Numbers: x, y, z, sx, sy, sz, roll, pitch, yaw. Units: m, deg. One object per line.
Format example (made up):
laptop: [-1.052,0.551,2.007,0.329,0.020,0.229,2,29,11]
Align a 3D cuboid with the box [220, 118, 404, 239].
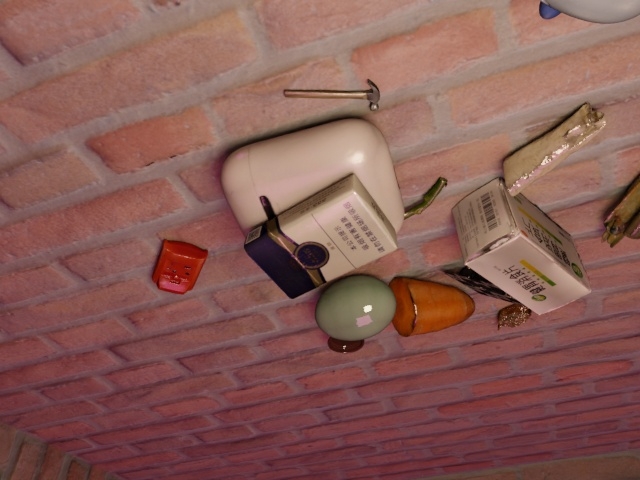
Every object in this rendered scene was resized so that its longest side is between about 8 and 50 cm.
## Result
box: [-0.013,-0.090,1.133,0.348,0.141,0.289,-12,127,13]

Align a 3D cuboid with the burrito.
burrito: [0.465,-0.185,1.105,0.060,0.087,0.226,23,131,-38]

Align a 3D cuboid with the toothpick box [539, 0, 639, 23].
toothpick box: [0.393,-0.445,0.694,0.262,0.263,0.355,11,139,-14]

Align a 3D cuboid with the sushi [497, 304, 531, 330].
sushi: [0.565,0.224,1.605,0.120,0.055,0.052,-25,140,28]

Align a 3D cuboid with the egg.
egg: [0.090,0.180,1.452,0.230,0.168,0.168,-20,137,27]

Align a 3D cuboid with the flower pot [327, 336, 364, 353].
flower pot: [0.073,0.265,1.611,0.111,0.089,0.111,-1,139,-1]

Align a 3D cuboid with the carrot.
carrot: [0.313,0.172,1.483,0.224,0.159,0.159,-3,141,-13]

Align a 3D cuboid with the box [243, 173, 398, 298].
box: [0.000,0.000,1.068,0.259,0.071,0.168,-29,122,21]

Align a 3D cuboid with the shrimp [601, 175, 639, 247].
shrimp: [0.757,-0.098,1.216,0.168,0.077,0.317,17,130,-20]

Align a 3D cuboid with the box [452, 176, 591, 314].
box: [0.464,0.019,1.268,0.332,0.173,0.145,30,130,-31]

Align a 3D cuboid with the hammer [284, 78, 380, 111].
hammer: [0.023,-0.276,1.033,0.181,0.017,0.062,1,139,-2]

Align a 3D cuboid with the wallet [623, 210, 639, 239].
wallet: [0.740,-0.083,1.158,0.110,0.031,0.198,2,131,-20]

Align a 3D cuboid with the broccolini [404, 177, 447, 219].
broccolini: [0.156,-0.085,1.244,0.271,0.062,0.123,-30,137,20]

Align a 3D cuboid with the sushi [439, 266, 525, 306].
sushi: [0.448,0.107,1.417,0.192,0.051,0.215,28,173,-33]

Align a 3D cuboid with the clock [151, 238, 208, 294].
clock: [-0.360,0.070,1.395,0.113,0.061,0.155,16,135,-18]
